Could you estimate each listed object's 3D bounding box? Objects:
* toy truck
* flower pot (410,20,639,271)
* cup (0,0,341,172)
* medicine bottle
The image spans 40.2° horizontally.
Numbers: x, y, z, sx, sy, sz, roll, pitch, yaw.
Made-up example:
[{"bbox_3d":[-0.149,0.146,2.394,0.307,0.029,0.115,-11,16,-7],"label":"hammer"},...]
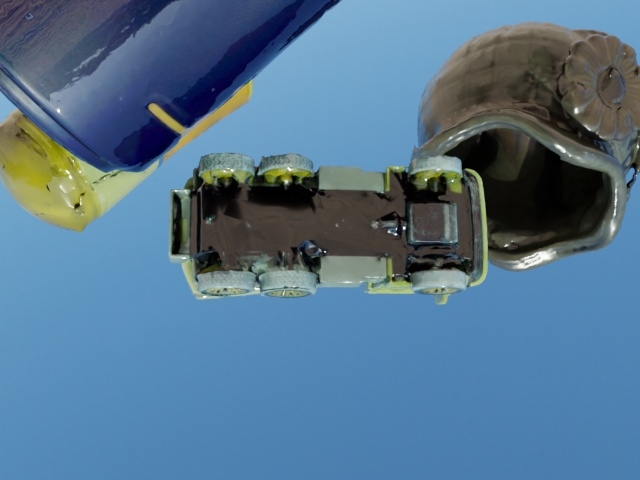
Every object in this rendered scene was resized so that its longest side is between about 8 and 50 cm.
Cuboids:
[{"bbox_3d":[0.000,0.000,0.557,0.191,0.085,0.116,-1,168,-10],"label":"toy truck"},{"bbox_3d":[0.265,-0.117,1.071,0.302,0.302,0.213,-2,-128,28],"label":"flower pot"},{"bbox_3d":[-0.062,-0.167,0.527,0.256,0.255,0.178,-42,-108,5],"label":"cup"},{"bbox_3d":[-0.177,-0.111,0.775,0.124,0.124,0.239,14,-131,43],"label":"medicine bottle"}]
